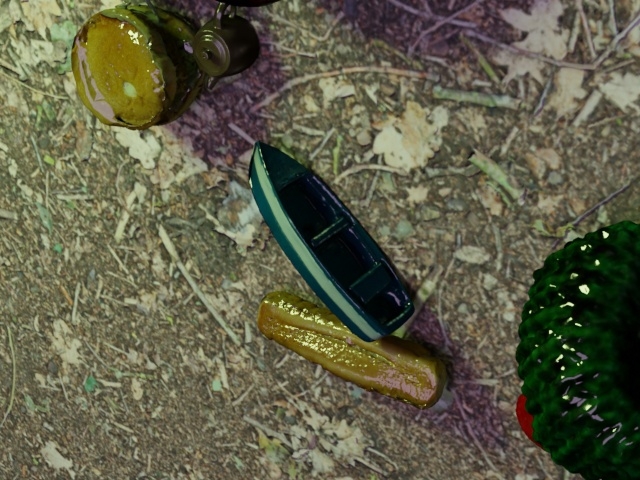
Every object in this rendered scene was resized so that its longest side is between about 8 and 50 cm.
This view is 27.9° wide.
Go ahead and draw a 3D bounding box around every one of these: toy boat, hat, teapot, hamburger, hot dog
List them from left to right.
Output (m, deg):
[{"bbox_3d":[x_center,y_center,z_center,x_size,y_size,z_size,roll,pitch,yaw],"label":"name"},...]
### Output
[{"bbox_3d":[-0.232,-0.234,1.683,0.177,0.113,0.185,26,118,29],"label":"hamburger"},{"bbox_3d":[-0.125,-0.248,1.618,0.076,0.068,0.121,26,126,22],"label":"teapot"},{"bbox_3d":[0.000,0.000,1.648,0.299,0.096,0.062,52,140,3],"label":"toy boat"},{"bbox_3d":[0.040,0.142,1.712,0.289,0.068,0.083,23,102,29],"label":"hot dog"},{"bbox_3d":[0.303,0.142,1.432,0.242,0.274,0.332,36,156,1],"label":"hat"}]

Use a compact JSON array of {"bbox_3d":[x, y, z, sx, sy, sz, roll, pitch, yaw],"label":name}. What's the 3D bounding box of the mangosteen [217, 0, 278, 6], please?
[{"bbox_3d":[-0.070,-0.397,1.435,0.261,0.235,0.235,-42,85,-2],"label":"mangosteen"}]
